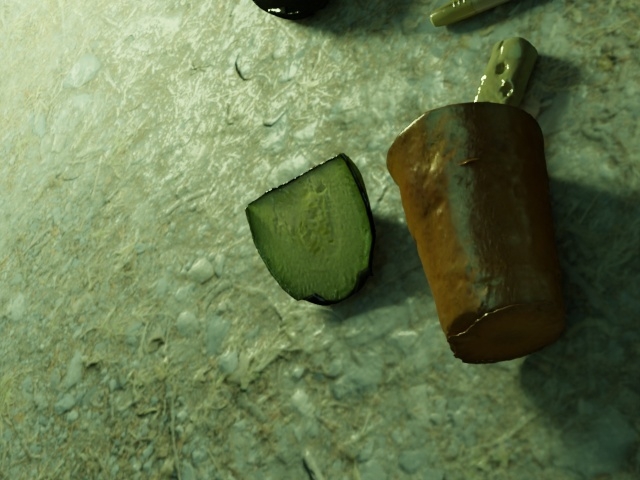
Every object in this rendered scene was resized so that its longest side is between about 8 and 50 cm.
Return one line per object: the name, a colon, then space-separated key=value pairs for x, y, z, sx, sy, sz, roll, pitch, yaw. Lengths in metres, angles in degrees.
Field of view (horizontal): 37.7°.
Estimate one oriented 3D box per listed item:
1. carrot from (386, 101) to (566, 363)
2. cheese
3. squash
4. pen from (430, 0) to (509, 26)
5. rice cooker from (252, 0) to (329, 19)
carrot: x=0.183 y=-0.006 z=1.086 sx=0.196 sy=0.196 sz=0.254 roll=-22 pitch=57 yaw=28
cheese: x=0.229 y=-0.176 z=1.231 sx=0.065 sy=0.043 sz=0.194 roll=10 pitch=77 yaw=46
squash: x=0.011 y=-0.005 z=1.309 sx=0.192 sy=0.085 sz=0.184 roll=-25 pitch=84 yaw=29
pen: x=0.258 y=-0.348 z=1.302 sx=0.233 sy=0.032 sz=0.040 roll=-16 pitch=36 yaw=30
rice cooker: x=-0.055 y=-0.439 z=1.529 sx=0.203 sy=0.118 sz=0.142 roll=25 pitch=85 yaw=46
